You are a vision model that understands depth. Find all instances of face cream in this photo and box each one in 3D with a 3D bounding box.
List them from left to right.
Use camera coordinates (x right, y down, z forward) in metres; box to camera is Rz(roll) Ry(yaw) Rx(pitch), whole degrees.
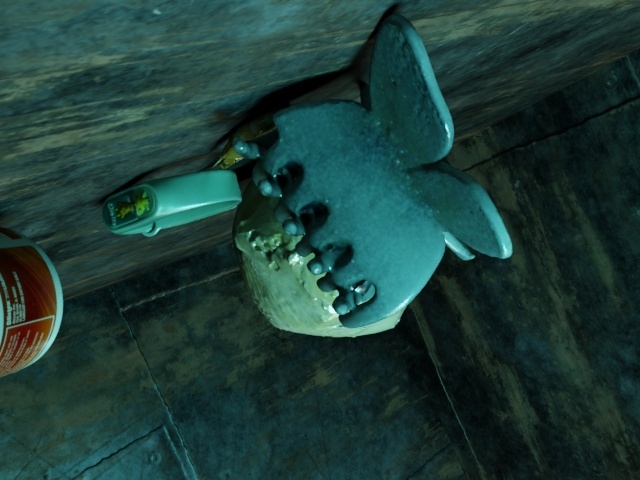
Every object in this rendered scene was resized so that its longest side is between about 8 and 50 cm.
[{"bbox_3d":[-0.454,0.084,0.884,0.201,0.201,0.187,-24,177,15],"label":"face cream"}]

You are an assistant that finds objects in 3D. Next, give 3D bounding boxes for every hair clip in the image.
[{"bbox_3d":[0.060,-0.059,0.960,0.238,0.318,0.392,-31,180,-2],"label":"hair clip"}]

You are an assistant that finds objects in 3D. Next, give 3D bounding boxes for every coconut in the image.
[{"bbox_3d":[0.000,0.000,1.378,0.405,0.404,0.404,-23,178,-1],"label":"coconut"}]

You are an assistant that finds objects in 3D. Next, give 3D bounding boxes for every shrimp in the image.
[{"bbox_3d":[-0.100,-0.156,1.058,0.162,0.045,0.095,-32,-166,43],"label":"shrimp"}]

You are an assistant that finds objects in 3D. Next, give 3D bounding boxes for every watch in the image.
[{"bbox_3d":[-0.242,-0.060,1.157,0.237,0.068,0.195,-18,177,36],"label":"watch"}]
